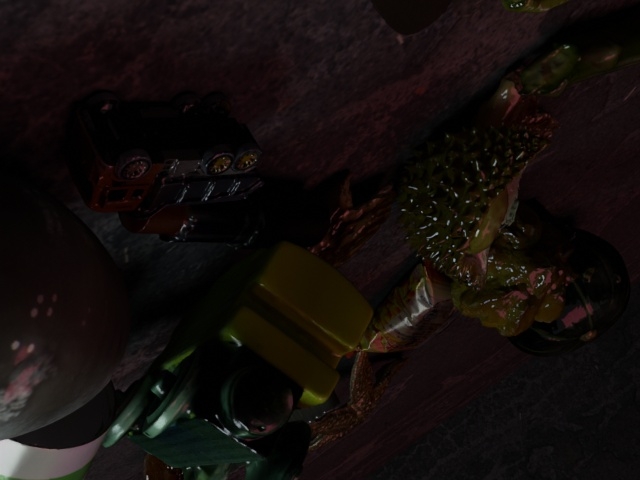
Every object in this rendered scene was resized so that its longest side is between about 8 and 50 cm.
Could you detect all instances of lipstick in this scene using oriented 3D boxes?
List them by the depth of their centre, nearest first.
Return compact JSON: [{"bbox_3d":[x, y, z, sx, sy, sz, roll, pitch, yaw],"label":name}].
[{"bbox_3d":[-0.099,-0.030,0.862,0.081,0.081,0.299,-47,153,26],"label":"lipstick"}]

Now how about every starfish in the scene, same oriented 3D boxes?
[{"bbox_3d":[0.042,0.341,1.657,0.398,0.132,0.384,-35,151,-7],"label":"starfish"}]

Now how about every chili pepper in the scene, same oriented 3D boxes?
[{"bbox_3d":[0.284,-0.302,0.901,0.208,0.043,0.049,-26,129,-29],"label":"chili pepper"}]

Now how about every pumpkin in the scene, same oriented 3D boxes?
[{"bbox_3d":[0.545,0.123,1.721,0.323,0.241,0.323,-29,153,-16],"label":"pumpkin"}]

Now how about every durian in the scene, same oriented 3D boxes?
[{"bbox_3d":[0.200,-0.039,1.079,0.166,0.172,0.306,-20,137,-19],"label":"durian"}]

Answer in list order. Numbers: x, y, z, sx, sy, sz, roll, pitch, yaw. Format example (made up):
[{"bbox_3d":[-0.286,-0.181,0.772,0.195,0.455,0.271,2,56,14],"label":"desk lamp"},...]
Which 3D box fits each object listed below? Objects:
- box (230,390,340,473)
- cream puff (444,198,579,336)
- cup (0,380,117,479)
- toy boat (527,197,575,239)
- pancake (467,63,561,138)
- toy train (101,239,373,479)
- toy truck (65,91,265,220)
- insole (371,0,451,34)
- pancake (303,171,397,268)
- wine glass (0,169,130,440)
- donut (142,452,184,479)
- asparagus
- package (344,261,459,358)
[{"bbox_3d":[-0.099,0.234,1.187,0.274,0.178,0.138,-31,171,-3],"label":"box"},{"bbox_3d":[0.343,0.047,1.352,0.244,0.196,0.244,-13,124,-20],"label":"cream puff"},{"bbox_3d":[-0.377,0.247,0.856,0.253,0.253,0.274,4,126,-53],"label":"cup"},{"bbox_3d":[0.379,0.050,1.545,0.296,0.114,0.122,-52,170,33],"label":"toy boat"},{"bbox_3d":[0.299,-0.157,1.146,0.244,0.057,0.266,-17,149,-34],"label":"pancake"},{"bbox_3d":[-0.106,0.156,0.889,0.272,0.179,0.442,-59,-167,-27],"label":"toy train"},{"bbox_3d":[-0.142,-0.080,0.720,0.192,0.083,0.092,-9,149,-43],"label":"toy truck"},{"bbox_3d":[0.081,-0.296,0.697,0.111,0.007,0.328,-34,155,-3],"label":"insole"},{"bbox_3d":[0.000,0.000,1.069,0.257,0.056,0.212,-40,163,-6],"label":"pancake"},{"bbox_3d":[-0.302,0.040,0.577,0.238,0.238,0.323,-36,156,3],"label":"wine glass"},{"bbox_3d":[-0.240,0.404,1.400,0.217,0.141,0.085,-48,162,27],"label":"donut"},{"bbox_3d":[0.404,-0.266,1.054,0.343,0.082,0.085,-18,150,-28],"label":"asparagus"},{"bbox_3d":[0.196,0.134,1.465,0.223,0.108,0.288,0,133,-45],"label":"package"}]
